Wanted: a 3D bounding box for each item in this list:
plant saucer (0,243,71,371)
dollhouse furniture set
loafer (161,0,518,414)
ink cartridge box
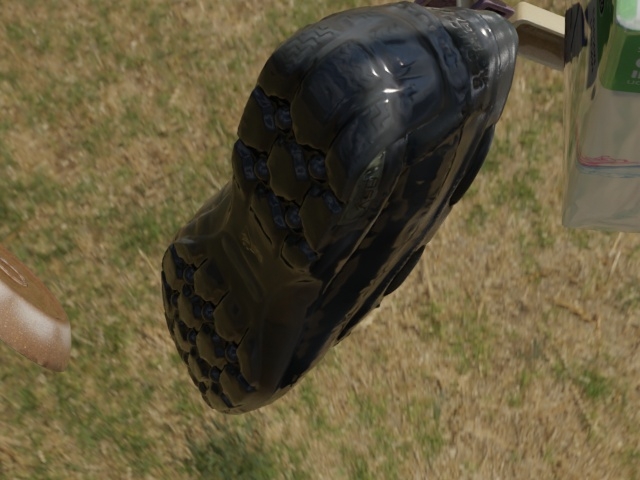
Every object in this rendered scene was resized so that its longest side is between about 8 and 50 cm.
[{"bbox_3d":[-0.290,0.037,1.060,0.036,0.198,0.198,-45,69,-2],"label":"plant saucer"},{"bbox_3d":[0.126,-0.109,0.675,0.114,0.091,0.081,14,62,-28],"label":"dollhouse furniture set"},{"bbox_3d":[0.000,0.000,0.410,0.078,0.223,0.076,-20,71,-29],"label":"loafer"},{"bbox_3d":[0.152,-0.105,0.481,0.093,0.212,0.154,3,74,9],"label":"ink cartridge box"}]
